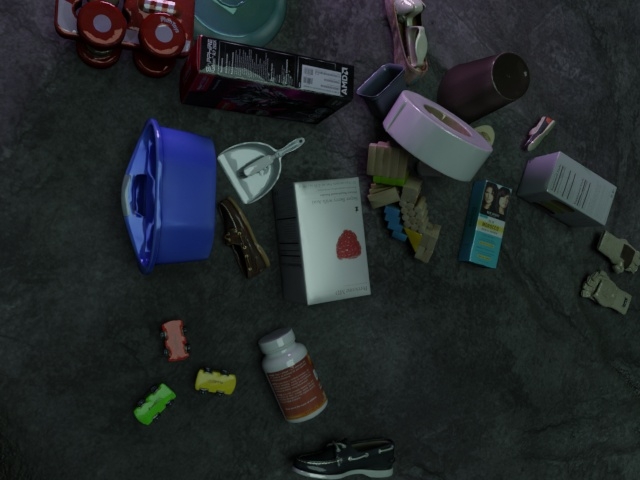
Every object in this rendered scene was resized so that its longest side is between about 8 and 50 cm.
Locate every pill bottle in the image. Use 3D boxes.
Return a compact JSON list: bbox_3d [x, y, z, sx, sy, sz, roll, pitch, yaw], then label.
[{"bbox_3d":[-0.073,0.333,1.479,0.121,0.121,0.216,-25,99,-20],"label":"pill bottle"}]

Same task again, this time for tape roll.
[{"bbox_3d":[0.306,-0.276,1.553,0.286,0.286,0.100,23,118,-20],"label":"tape roll"}]

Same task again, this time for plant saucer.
[{"bbox_3d":[-0.228,-0.626,1.472,0.317,0.043,0.318,0,89,-21],"label":"plant saucer"}]

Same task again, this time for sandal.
[{"bbox_3d":[0.441,-0.270,1.717,0.240,0.079,0.088,-29,100,-20],"label":"sandal"}]

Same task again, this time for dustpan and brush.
[{"bbox_3d":[-0.134,-0.203,1.493,0.211,0.060,0.147,-33,101,-19],"label":"dustpan and brush"}]

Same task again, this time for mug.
[{"bbox_3d":[0.308,-0.212,1.673,0.078,0.064,0.062,-68,146,-49],"label":"mug"}]

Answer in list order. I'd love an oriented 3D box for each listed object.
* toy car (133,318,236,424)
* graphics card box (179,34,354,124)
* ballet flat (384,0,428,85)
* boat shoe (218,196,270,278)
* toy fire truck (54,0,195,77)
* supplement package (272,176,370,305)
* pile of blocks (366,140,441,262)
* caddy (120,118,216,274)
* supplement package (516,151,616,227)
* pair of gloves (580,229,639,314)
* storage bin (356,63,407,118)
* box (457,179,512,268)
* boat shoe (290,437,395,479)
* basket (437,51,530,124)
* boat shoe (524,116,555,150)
[{"bbox_3d":[-0.350,0.335,1.404,0.225,0.053,0.239,-45,104,-16],"label":"toy car"},{"bbox_3d":[-0.131,-0.370,1.405,0.370,0.232,0.094,3,84,-23],"label":"graphics card box"},{"bbox_3d":[0.250,-0.593,1.629,0.107,0.106,0.316,-11,93,-22],"label":"ballet flat"},{"bbox_3d":[-0.201,-0.004,1.457,0.073,0.073,0.207,-32,101,-21],"label":"boat shoe"},{"bbox_3d":[-0.426,-0.521,1.323,0.302,0.169,0.254,4,86,-22],"label":"toy fire truck"},{"bbox_3d":[0.000,0.000,1.483,0.177,0.175,0.293,-8,92,-23],"label":"supplement package"},{"bbox_3d":[0.226,-0.115,1.630,0.362,0.148,0.113,68,26,-17],"label":"pile of blocks"},{"bbox_3d":[-0.350,-0.094,1.312,0.179,0.241,0.342,2,88,-28],"label":"caddy"},{"bbox_3d":[0.752,-0.150,1.809,0.244,0.139,0.134,25,79,-19],"label":"supplement package"},{"bbox_3d":[0.957,0.104,1.942,0.204,0.042,0.240,21,84,-24],"label":"pair of gloves"},{"bbox_3d":[0.173,-0.402,1.612,0.135,0.098,0.091,-46,133,-17],"label":"storage bin"},{"bbox_3d":[0.485,-0.046,1.742,0.100,0.060,0.245,15,84,-21],"label":"box"},{"bbox_3d":[0.063,0.561,1.543,0.302,0.114,0.091,10,86,-33],"label":"boat shoe"},{"bbox_3d":[0.456,-0.430,1.646,0.154,0.227,0.205,27,79,-19],"label":"basket"},{"bbox_3d":[0.671,-0.331,1.832,0.043,0.049,0.137,37,75,26],"label":"boat shoe"}]
